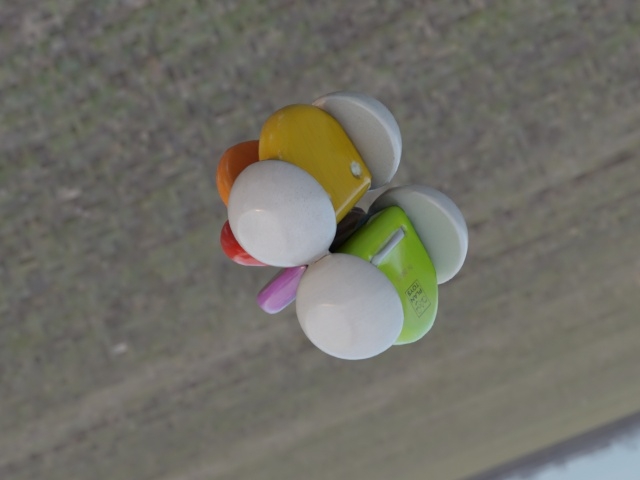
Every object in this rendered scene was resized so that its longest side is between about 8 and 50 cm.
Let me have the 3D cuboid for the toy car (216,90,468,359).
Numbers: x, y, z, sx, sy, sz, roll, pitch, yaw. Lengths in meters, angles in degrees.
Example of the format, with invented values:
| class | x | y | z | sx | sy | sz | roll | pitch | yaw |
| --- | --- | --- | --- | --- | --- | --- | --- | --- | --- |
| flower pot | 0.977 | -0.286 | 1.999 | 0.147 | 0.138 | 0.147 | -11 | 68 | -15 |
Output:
| class | x | y | z | sx | sy | sz | roll | pitch | yaw |
| --- | --- | --- | --- | --- | --- | --- | --- | --- | --- |
| toy car | 0.000 | 0.000 | 1.316 | 0.136 | 0.182 | 0.159 | -29 | -169 | 40 |
